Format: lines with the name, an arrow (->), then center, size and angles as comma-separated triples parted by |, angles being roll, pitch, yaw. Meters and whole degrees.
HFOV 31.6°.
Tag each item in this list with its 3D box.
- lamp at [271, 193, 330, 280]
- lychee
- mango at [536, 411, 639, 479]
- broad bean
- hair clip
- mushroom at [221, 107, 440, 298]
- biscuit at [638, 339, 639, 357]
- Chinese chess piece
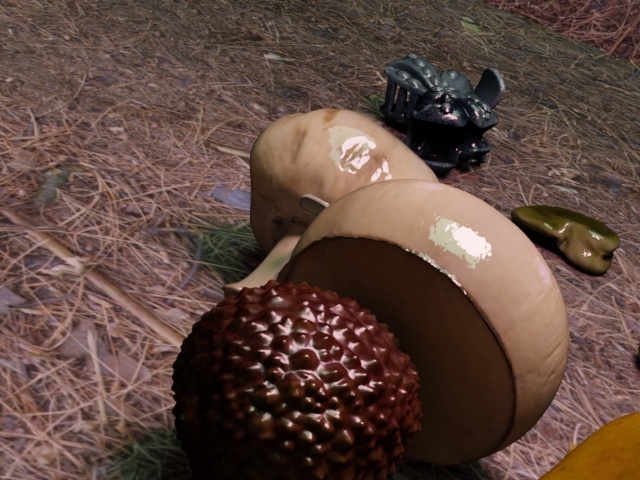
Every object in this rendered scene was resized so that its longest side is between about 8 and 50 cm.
lamp -> -0.050, 0.036, 1.377 | 0.050, 0.198, 0.056 | 31, -2, 9
lychee -> -0.018, 0.164, 1.147 | 0.267, 0.267, 0.267 | 15, 26, -8
mango -> 0.281, 0.319, 1.039 | 0.301, 0.220, 0.445 | 10, 32, 20
broad bean -> 0.442, -0.019, 2.018 | 0.153, 0.072, 0.207 | 0, 30, -45
hair clip -> 0.243, -0.245, 2.233 | 0.206, 0.194, 0.310 | -1, 32, -11
mushroom -> 0.000, 0.000, 1.531 | 0.314, 0.314, 0.336 | 28, 58, 18
biscuit -> 0.566, 0.203, 1.690 | 0.181, 0.049, 0.208 | 5, 29, -26
Chinese chess piece -> 0.112, 0.095, 1.280 | 0.338, 0.338, 0.140 | 29, 46, 20
